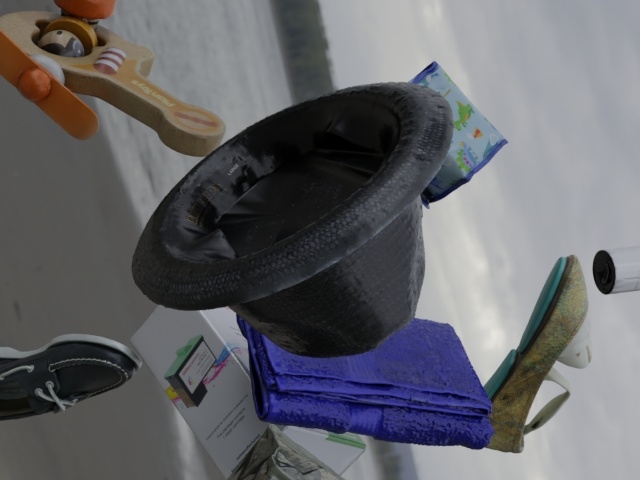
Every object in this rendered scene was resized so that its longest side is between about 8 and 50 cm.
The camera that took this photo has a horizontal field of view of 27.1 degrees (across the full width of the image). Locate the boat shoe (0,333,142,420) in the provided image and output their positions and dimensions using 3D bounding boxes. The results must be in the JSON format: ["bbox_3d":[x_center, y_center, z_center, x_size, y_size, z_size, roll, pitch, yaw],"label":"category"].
[{"bbox_3d":[-0.381,0.201,1.845,0.114,0.303,0.091,49,43,-34],"label":"boat shoe"}]

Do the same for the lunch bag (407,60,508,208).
[{"bbox_3d":[0.115,-0.111,1.507,0.129,0.096,0.151,50,-25,-3],"label":"lunch bag"}]

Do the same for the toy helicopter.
[{"bbox_3d":[-0.275,-0.202,1.677,0.235,0.355,0.140,-24,140,-54],"label":"toy helicopter"}]

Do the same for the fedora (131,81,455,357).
[{"bbox_3d":[0.000,0.000,1.138,0.152,0.334,0.334,59,8,-24],"label":"fedora"}]

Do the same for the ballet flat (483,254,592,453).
[{"bbox_3d":[0.317,0.171,1.875,0.123,0.123,0.348,-103,-149,-52],"label":"ballet flat"}]

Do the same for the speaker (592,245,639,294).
[{"bbox_3d":[0.393,0.031,1.569,0.055,0.136,0.055,174,-90,-73],"label":"speaker"}]

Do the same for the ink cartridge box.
[{"bbox_3d":[-0.098,0.202,1.767,0.278,0.117,0.201,49,13,33],"label":"ink cartridge box"}]

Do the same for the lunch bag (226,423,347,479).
[{"bbox_3d":[-0.002,0.362,1.303,0.287,0.235,0.169,36,4,-7],"label":"lunch bag"}]

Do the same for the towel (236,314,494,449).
[{"bbox_3d":[0.056,0.150,1.645,0.227,0.308,0.076,-107,-145,-51],"label":"towel"}]
